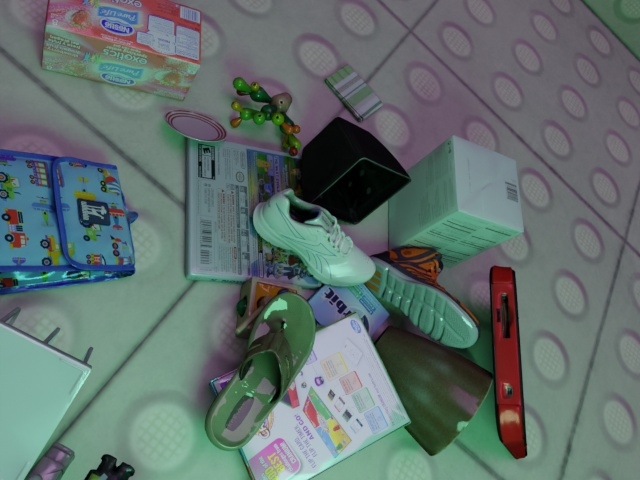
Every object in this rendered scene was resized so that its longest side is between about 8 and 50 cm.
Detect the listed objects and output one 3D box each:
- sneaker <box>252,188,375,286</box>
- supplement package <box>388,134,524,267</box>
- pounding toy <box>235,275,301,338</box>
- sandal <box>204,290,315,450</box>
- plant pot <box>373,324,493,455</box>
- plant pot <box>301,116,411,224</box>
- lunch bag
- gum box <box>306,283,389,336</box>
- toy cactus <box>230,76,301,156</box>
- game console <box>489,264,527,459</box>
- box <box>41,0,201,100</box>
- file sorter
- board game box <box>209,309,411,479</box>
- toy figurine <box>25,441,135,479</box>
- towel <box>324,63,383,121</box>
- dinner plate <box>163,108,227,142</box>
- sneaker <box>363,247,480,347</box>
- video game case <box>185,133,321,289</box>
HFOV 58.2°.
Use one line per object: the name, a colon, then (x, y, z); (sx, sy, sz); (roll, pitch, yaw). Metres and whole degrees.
sneaker: (0.000, 0.000, 1.220); (0.297, 0.129, 0.111); (31, 54, -16)
supplement package: (0.319, -0.083, 1.401); (0.198, 0.262, 0.199); (15, 62, -24)
pounding toy: (-0.113, 0.145, 1.151); (0.141, 0.100, 0.130); (15, 62, -23)
sandal: (-0.094, 0.232, 1.022); (0.120, 0.086, 0.303); (29, 70, -5)
plant pot: (0.204, 0.295, 1.223); (0.230, 0.215, 0.215); (37, 54, 8)
plant pot: (0.062, -0.170, 1.332); (0.187, 0.188, 0.167); (15, 45, -46)
lunch bag: (-0.470, -0.032, 1.029); (0.293, 0.138, 0.221); (-3, 69, -44)
gum box: (0.046, 0.167, 1.269); (0.157, 0.041, 0.184); (50, 55, -2)
toy cactus: (-0.116, -0.301, 1.365); (0.219, 0.112, 0.180); (38, 36, -4)
game console: (0.434, 0.282, 1.321); (0.342, 0.060, 0.387); (55, 36, -57)
box: (-0.413, -0.422, 1.207); (0.299, 0.142, 0.154); (7, 66, -27)
file sorter: (-0.503, 0.187, 0.839); (0.277, 0.173, 0.193); (32, 85, -14)
board game box: (-0.019, 0.309, 1.101); (0.316, 0.064, 0.242); (-22, 81, -18)
toy figurine: (-0.333, 0.408, 0.824); (0.148, 0.213, 0.210); (-63, 141, -38)
towel: (0.091, -0.402, 1.566); (0.152, 0.023, 0.113); (48, 52, 0)
dinner plate: (-0.273, -0.247, 1.257); (0.141, 0.017, 0.141); (18, 32, -12)
sneaker: (0.254, 0.103, 1.302); (0.180, 0.125, 0.321); (-23, 48, -40)
video game case: (-0.147, -0.061, 1.265); (0.299, 0.036, 0.329); (7, 65, -27)
